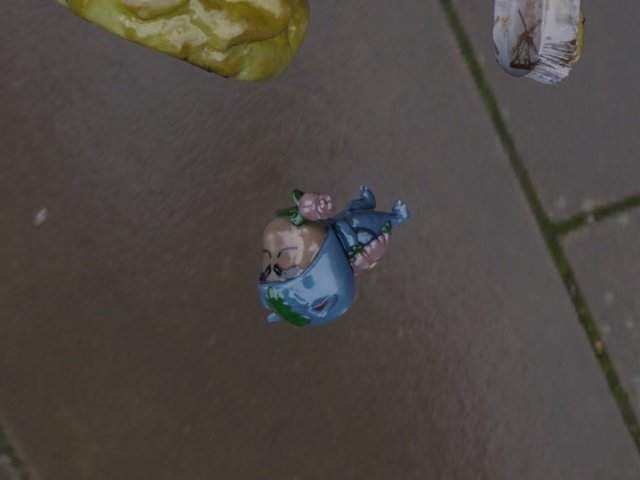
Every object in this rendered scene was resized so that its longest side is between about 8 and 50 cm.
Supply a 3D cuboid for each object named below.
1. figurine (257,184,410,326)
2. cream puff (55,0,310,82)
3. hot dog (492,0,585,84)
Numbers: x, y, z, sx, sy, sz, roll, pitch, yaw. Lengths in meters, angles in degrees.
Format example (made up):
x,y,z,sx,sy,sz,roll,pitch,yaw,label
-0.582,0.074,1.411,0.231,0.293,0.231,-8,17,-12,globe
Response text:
x,y,z,sx,sy,sz,roll,pitch,yaw,label
0.001,-0.002,1.757,0.114,0.178,0.144,11,134,48,figurine
-0.134,-0.328,1.839,0.291,0.324,0.257,22,101,10,cream puff
0.187,-0.227,1.457,0.059,0.108,0.191,4,95,-32,hot dog
